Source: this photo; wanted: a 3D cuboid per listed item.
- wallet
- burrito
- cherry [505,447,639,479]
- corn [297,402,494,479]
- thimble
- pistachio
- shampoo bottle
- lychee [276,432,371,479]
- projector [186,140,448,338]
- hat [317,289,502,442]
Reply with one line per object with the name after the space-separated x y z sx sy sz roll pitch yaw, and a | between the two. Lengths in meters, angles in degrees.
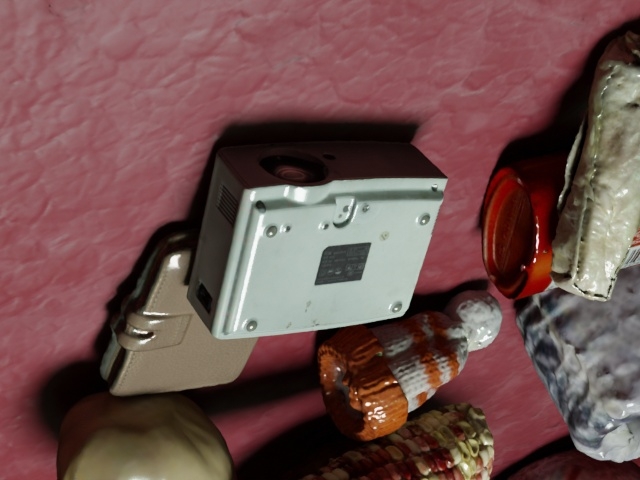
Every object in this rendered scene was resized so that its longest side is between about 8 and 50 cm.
-0.085 0.049 0.795 0.118 0.039 0.153 -2 138 -36 | wallet
0.193 -0.050 0.761 0.058 0.045 0.188 10 105 -10 | burrito
0.302 0.362 1.362 0.236 0.213 0.285 -25 159 17 | cherry
0.030 0.215 0.908 0.290 0.098 0.098 -24 152 -33 | corn
0.304 0.081 0.997 0.245 0.157 0.217 -10 145 -23 | thimble
-0.131 0.187 0.880 0.136 0.136 0.226 -23 147 -3 | pistachio
0.274 -0.040 0.872 0.314 0.076 0.118 -15 133 -17 | shampoo bottle
0.052 0.303 1.055 0.260 0.260 0.260 -18 148 -12 | lychee
0.000 0.000 0.729 0.147 0.061 0.115 -5 123 -31 | projector
0.082 0.094 0.931 0.162 0.093 0.112 -19 175 -21 | hat
